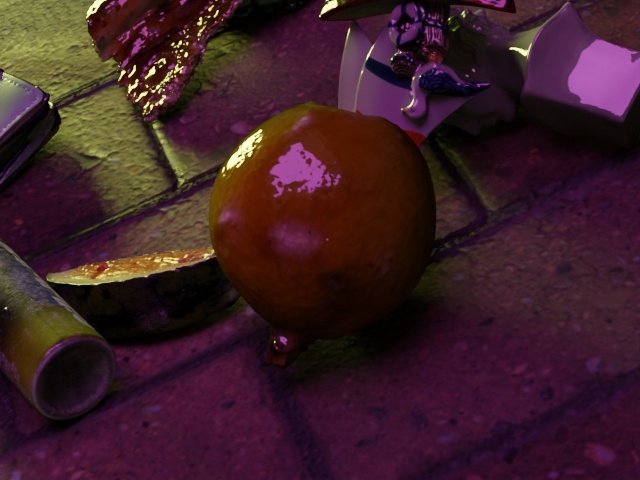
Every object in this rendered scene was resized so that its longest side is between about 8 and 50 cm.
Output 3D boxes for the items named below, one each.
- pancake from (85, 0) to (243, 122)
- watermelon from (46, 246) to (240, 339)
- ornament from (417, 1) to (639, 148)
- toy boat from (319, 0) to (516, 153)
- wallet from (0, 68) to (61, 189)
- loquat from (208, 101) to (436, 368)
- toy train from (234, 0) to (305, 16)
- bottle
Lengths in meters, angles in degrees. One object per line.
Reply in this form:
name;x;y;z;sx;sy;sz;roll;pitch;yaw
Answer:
pancake;-0.164;-0.247;1.867;0.266;0.057;0.244;-16;50;26
watermelon;-0.170;0.042;1.609;0.245;0.063;0.119;-11;24;19
ornament;0.198;-0.171;1.617;0.285;0.120;0.130;5;66;32
toy boat;0.067;-0.160;1.598;0.219;0.072;0.318;35;109;35
wallet;-0.431;-0.135;1.884;0.250;0.075;0.176;25;63;39
loquat;0.000;0.000;1.475;0.213;0.213;0.246;13;83;33
toy train;-0.074;-0.296;1.929;0.148;0.038;0.071;-6;43;16
bottle;-0.322;0.058;1.622;0.093;0.093;0.330;-37;44;-16
